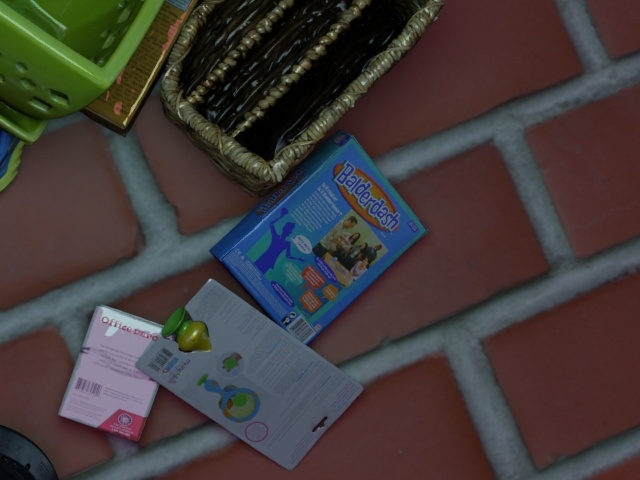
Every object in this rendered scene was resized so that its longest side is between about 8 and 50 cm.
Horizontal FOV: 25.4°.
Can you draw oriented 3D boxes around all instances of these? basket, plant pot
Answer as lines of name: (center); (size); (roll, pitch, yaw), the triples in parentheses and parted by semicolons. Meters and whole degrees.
basket: (-0.038, -0.223, 1.608); (0.213, 0.223, 0.299); (45, 84, -2)
plant pot: (-0.314, -0.252, 1.502); (0.227, 0.207, 0.228); (36, 51, -17)

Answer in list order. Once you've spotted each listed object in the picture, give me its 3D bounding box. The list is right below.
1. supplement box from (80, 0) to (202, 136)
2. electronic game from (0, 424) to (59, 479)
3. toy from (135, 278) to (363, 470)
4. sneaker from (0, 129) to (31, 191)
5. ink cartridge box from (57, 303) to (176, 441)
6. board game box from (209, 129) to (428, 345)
supplement box: (-0.204, -0.242, 1.662); (0.080, 0.078, 0.233); (26, 83, -4)
electronic game: (-0.403, 0.306, 1.589); (0.229, 0.048, 0.229); (-6, 110, -16)
toy: (-0.083, 0.150, 1.651); (0.237, 0.056, 0.137); (37, 100, -25)
sneaker: (-0.351, -0.165, 1.616); (0.091, 0.126, 0.240); (17, 85, -5)
ink cartridge box: (-0.234, 0.152, 1.645); (0.099, 0.056, 0.135); (20, 84, -6)
board game box: (0.000, 0.000, 1.658); (0.210, 0.047, 0.160); (-43, 115, -7)
